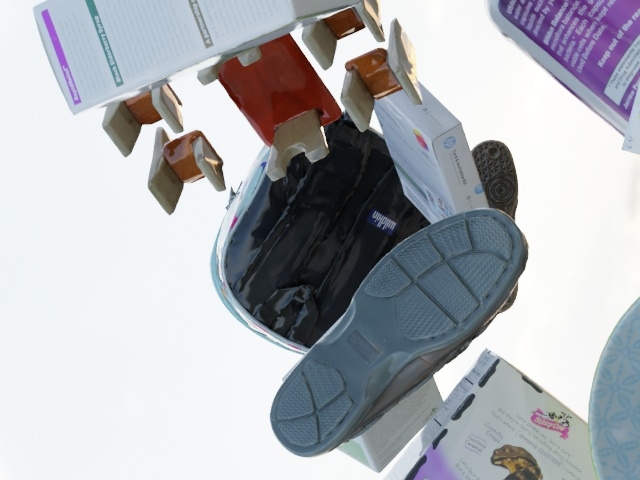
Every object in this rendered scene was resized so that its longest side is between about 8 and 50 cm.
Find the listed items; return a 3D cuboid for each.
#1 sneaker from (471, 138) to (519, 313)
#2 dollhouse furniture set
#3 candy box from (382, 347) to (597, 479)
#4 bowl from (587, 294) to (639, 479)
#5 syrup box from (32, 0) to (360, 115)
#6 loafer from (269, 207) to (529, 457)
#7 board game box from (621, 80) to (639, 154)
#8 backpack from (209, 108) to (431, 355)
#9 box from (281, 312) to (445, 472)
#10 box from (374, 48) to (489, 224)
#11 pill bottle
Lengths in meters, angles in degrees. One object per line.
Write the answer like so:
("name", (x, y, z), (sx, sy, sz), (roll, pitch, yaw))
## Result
("sneaker", (0.182, -0.014, 2.032), (0.071, 0.066, 0.188), (11, -101, -85))
("dollhouse furniture set", (-0.076, -0.186, 1.662), (0.259, 0.262, 0.135), (55, -159, -34))
("candy box", (0.168, 0.229, 1.788), (0.196, 0.165, 0.070), (-52, 8, -1))
("bowl", (0.394, 0.160, 1.633), (0.156, 0.289, 0.290), (8, -96, -55))
("syrup box", (-0.097, -0.179, 1.421), (0.093, 0.237, 0.096), (-24, -85, -54))
("loafer", (0.070, 0.075, 1.538), (0.096, 0.267, 0.084), (53, -165, 23))
("board game box", (0.258, -0.147, 1.367), (0.103, 0.026, 0.154), (-48, -28, -65))
("backpack", (0.000, 0.000, 2.061), (0.254, 0.225, 0.191), (-63, 10, -12))
("box", (0.041, 0.141, 1.749), (0.102, 0.101, 0.087), (-44, -44, -22))
("box", (0.107, -0.077, 1.810), (0.145, 0.038, 0.186), (50, 169, 45))
("pill bottle", (0.255, -0.216, 1.679), (0.169, 0.301, 0.169), (-38, -23, -19))
